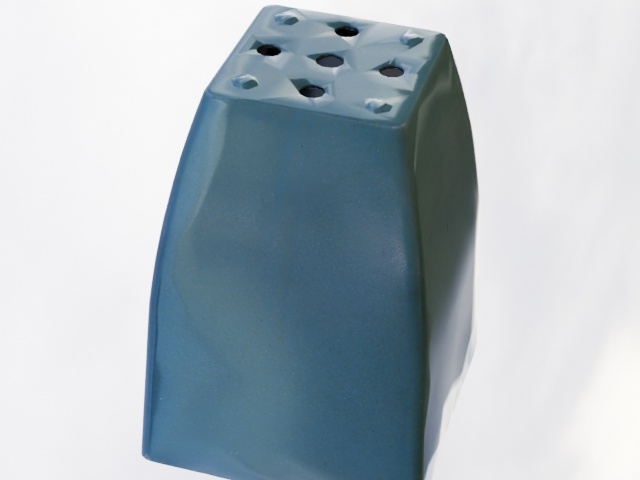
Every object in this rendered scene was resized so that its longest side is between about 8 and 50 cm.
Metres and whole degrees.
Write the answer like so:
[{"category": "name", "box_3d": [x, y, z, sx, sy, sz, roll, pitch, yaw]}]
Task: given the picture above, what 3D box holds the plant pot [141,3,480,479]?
[{"category": "plant pot", "box_3d": [0.000, 0.000, 0.850, 0.165, 0.166, 0.234, -63, -20, -51]}]
